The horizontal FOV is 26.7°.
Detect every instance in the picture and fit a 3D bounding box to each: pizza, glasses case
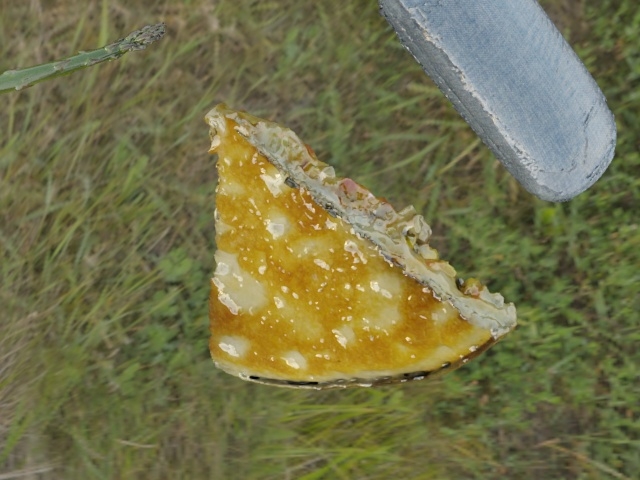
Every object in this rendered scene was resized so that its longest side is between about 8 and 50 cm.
[{"bbox_3d":[0.000,0.000,1.629,0.130,0.439,0.406,-45,116,-49],"label":"pizza"},{"bbox_3d":[0.153,-0.152,1.142,0.109,0.067,0.282,-49,114,-16],"label":"glasses case"}]

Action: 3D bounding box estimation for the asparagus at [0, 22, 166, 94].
[{"bbox_3d":[-0.257,-0.162,1.267,0.248,0.025,0.024,-21,95,-21],"label":"asparagus"}]
